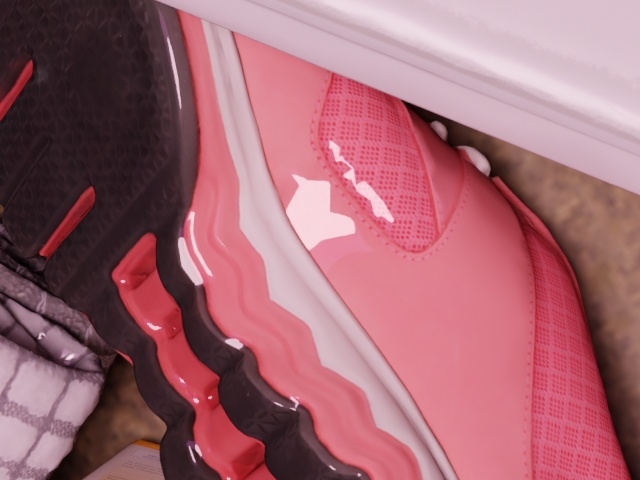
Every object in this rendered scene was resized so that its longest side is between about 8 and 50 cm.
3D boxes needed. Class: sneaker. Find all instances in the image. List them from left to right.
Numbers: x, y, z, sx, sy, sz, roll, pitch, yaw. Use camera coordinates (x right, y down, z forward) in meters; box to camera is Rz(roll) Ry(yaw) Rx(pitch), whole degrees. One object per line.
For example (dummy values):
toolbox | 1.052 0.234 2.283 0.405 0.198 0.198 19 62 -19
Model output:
sneaker | 0.000 0.001 0.575 0.116 0.136 0.314 -36 74 48

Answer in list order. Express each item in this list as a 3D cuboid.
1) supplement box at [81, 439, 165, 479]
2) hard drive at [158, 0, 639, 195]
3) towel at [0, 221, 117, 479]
supplement box | -0.053 0.100 0.600 0.062 0.098 0.036 13 108 19
hard drive | 0.048 -0.129 0.512 0.307 0.040 0.203 22 67 7
towel | -0.236 0.048 0.627 0.284 0.121 0.235 33 105 -5
